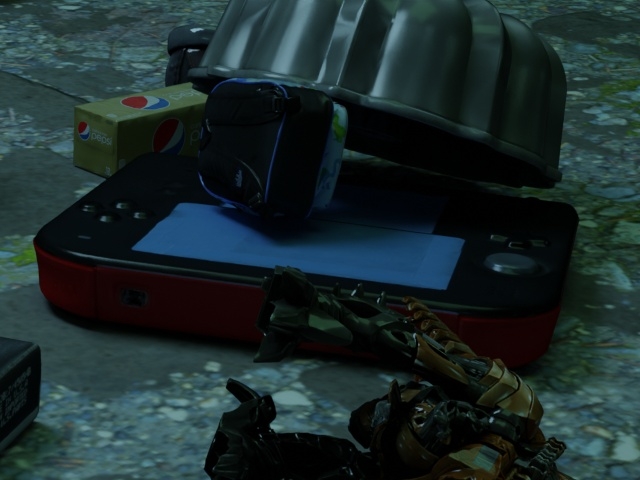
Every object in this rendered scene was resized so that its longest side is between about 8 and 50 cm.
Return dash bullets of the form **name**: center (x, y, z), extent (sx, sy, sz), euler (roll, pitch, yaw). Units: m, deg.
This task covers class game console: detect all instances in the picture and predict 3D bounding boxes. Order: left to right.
- **game console**: center (0.000, 0.000, 1.413), extent (0.386, 0.060, 0.342), euler (8, 21, 9)

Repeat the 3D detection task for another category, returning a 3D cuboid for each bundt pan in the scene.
- **bundt pan**: center (0.059, -0.147, 1.545), extent (0.330, 0.124, 0.331), euler (15, -3, 1)

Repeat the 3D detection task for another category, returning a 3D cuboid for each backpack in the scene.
- **backpack**: center (-0.038, -0.070, 1.385), extent (0.084, 0.105, 0.114), euler (8, 4, -37)

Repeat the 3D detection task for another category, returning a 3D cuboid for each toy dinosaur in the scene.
- **toy dinosaur**: center (0.052, 0.119, 1.041), extent (0.218, 0.164, 0.322), euler (17, 1, -6)

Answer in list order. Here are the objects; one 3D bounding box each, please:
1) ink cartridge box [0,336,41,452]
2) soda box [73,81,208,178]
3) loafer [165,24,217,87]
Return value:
- **ink cartridge box**: center (-0.357, 0.110, 1.034), extent (0.307, 0.072, 0.303), euler (10, 21, 11)
- **soda box**: center (-0.139, -0.105, 1.670), extent (0.061, 0.058, 0.181), euler (21, 27, 39)
- **loafer**: center (-0.005, -0.145, 1.799), extent (0.302, 0.095, 0.109), euler (7, -10, -4)
